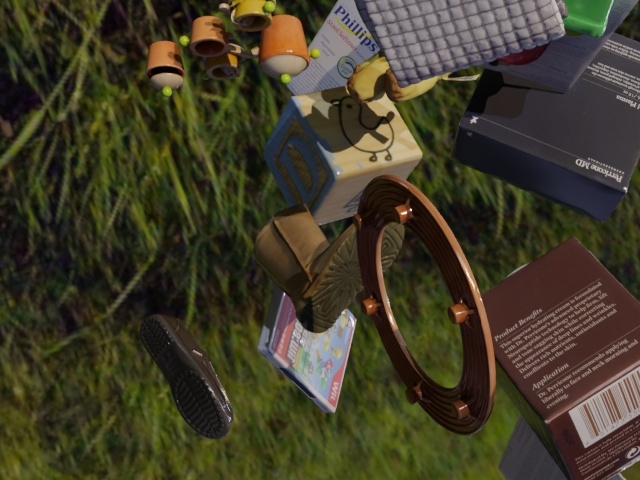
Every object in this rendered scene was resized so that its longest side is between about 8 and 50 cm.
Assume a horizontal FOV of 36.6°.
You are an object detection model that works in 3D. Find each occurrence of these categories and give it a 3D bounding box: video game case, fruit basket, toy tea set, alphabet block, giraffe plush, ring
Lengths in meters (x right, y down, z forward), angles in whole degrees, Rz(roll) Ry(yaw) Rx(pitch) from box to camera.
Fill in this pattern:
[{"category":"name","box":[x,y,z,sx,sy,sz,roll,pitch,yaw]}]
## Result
[{"category":"video game case","box":[-0.018,0.171,1.786,0.025,0.204,0.285,-1,149,28]},{"category":"fruit basket","box":[0.353,-0.408,1.672,0.327,0.165,0.353,15,158,-5]},{"category":"toy tea set","box":[-0.173,-0.332,1.803,0.336,0.124,0.200,-17,159,36]},{"category":"alphabet block","box":[0.037,-0.161,1.811,0.197,0.192,0.193,-17,160,-31]},{"category":"giraffe plush","box":[0.138,-0.329,1.554,0.210,0.170,0.181,-7,-157,20]},{"category":"ring","box":[0.114,0.083,1.198,0.032,0.336,0.336,-19,161,-18]}]

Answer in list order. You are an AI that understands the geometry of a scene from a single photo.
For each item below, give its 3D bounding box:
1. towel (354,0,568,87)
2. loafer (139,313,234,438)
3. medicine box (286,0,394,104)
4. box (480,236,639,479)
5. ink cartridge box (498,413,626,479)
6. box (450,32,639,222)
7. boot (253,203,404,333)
[{"category":"towel","box":[0.150,-0.349,1.172,0.235,0.121,0.283,-12,125,27]},{"category":"loafer","box":[-0.194,0.204,1.512,0.080,0.220,0.078,-36,170,30]},{"category":"medicine box","box":[0.110,-0.407,2.076,0.263,0.149,0.289,-26,159,-50]},{"category":"box","box":[0.299,0.143,1.125,0.168,0.203,0.167,-32,131,1]},{"category":"ink cartridge box","box":[0.328,0.306,1.229,0.056,0.224,0.181,-8,129,-28]},{"category":"box","box":[0.478,-0.258,1.925,0.312,0.343,0.179,-63,170,-16]},{"category":"boot","box":[0.000,0.000,1.585,0.236,0.269,0.089,-47,120,7]}]
